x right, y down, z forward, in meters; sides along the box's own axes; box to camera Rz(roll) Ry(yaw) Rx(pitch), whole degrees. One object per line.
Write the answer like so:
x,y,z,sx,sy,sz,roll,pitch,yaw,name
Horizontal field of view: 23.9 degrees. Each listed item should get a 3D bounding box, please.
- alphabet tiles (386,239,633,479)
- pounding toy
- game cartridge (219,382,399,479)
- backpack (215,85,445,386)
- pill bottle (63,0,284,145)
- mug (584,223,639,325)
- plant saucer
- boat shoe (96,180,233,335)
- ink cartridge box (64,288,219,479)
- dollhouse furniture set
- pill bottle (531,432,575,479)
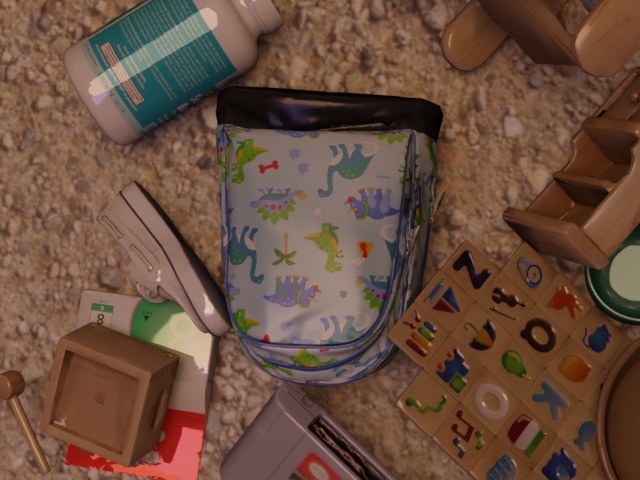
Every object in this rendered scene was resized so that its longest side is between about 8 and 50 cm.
0.248,0.170,1.765,0.342,0.011,0.285,43,59,-2,alphabet tiles
-0.297,0.197,1.862,0.206,0.094,0.181,20,107,16,pounding toy
0.017,0.326,1.794,0.294,0.196,0.060,43,45,9,game cartridge
0.000,0.000,1.816,0.290,0.273,0.356,5,97,2,backpack
-0.180,-0.243,1.905,0.264,0.146,0.146,-31,79,3,pill bottle
0.395,0.043,1.812,0.157,0.097,0.129,24,86,10,mug
0.450,0.231,1.770,0.277,0.041,0.278,3,74,-10,plant saucer
-0.196,0.038,1.880,0.084,0.095,0.258,-39,53,3,boat shoe
-0.228,0.184,1.904,0.181,0.056,0.225,8,82,9,ink cartridge box
0.241,-0.198,1.737,0.394,0.362,0.256,44,82,-19,dollhouse furniture set
0.278,0.326,1.785,0.108,0.108,0.193,-25,80,4,pill bottle
